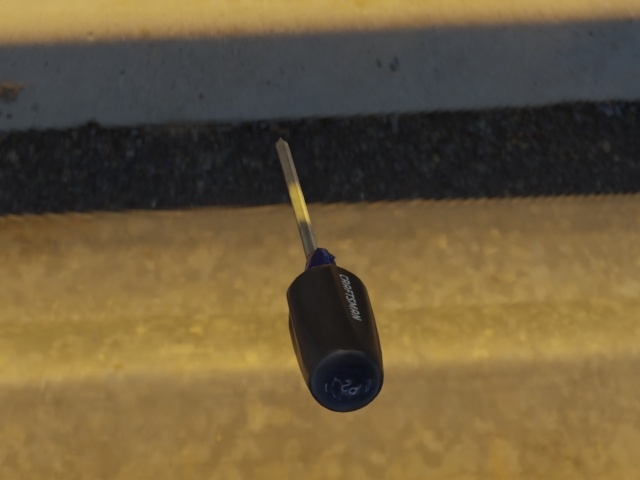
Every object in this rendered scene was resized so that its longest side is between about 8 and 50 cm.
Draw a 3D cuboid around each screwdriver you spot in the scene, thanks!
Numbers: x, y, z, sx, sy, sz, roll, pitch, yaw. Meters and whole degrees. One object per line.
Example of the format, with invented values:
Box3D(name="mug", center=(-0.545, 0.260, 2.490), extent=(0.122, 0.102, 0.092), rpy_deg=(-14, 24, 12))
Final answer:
Box3D(name="screwdriver", center=(0.000, 0.000, 0.400), extent=(0.025, 0.170, 0.024), rpy_deg=(-4, 115, -1))
